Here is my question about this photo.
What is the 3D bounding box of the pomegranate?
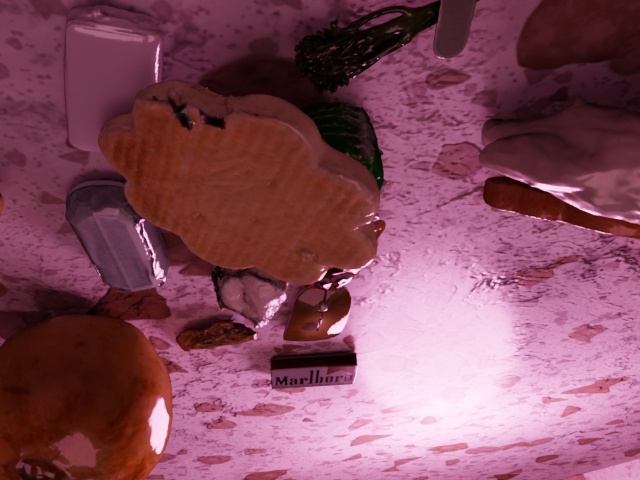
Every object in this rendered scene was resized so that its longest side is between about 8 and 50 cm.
[{"bbox_3d":[-0.405,0.275,1.063,0.339,0.338,0.338,-5,147,-3],"label":"pomegranate"}]

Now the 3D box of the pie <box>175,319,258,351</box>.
[{"bbox_3d":[-0.195,0.171,1.169,0.170,0.034,0.092,-13,149,21],"label":"pie"}]

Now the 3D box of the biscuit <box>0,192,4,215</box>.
[{"bbox_3d":[-0.466,-0.048,0.757,0.183,0.061,0.118,8,146,-17],"label":"biscuit"}]

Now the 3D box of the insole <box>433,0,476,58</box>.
[{"bbox_3d":[0.125,-0.234,0.586,0.053,0.002,0.152,-12,133,-17],"label":"insole"}]

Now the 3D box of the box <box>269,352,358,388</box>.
[{"bbox_3d":[-0.016,0.270,1.348,0.178,0.035,0.115,-3,147,-6],"label":"box"}]

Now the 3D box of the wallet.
[{"bbox_3d":[-0.211,-0.156,0.661,0.095,0.033,0.190,2,147,-16],"label":"wallet"}]

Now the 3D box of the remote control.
[{"bbox_3d":[-0.268,0.002,0.879,0.104,0.052,0.247,-3,150,-3],"label":"remote control"}]

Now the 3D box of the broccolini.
[{"bbox_3d":[0.068,-0.211,0.630,0.201,0.058,0.074,-31,-175,6],"label":"broccolini"}]

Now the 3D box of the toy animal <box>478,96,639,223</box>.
[{"bbox_3d":[0.350,-0.128,0.707,0.308,0.266,0.188,31,135,20],"label":"toy animal"}]

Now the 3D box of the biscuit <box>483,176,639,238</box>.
[{"bbox_3d":[0.374,-0.039,0.815,0.334,0.047,0.202,10,-168,6],"label":"biscuit"}]

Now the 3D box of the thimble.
[{"bbox_3d":[0.013,-0.091,0.747,0.118,0.090,0.130,12,143,-22],"label":"thimble"}]

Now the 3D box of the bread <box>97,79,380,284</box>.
[{"bbox_3d":[-0.079,-0.052,0.698,0.316,0.054,0.316,12,148,8],"label":"bread"}]

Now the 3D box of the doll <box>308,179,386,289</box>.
[{"bbox_3d":[0.000,0.000,0.894,0.183,0.085,0.217,-2,138,-6],"label":"doll"}]

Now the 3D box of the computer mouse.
[{"bbox_3d":[-0.008,0.136,1.135,0.102,0.044,0.199,0,147,-15],"label":"computer mouse"}]

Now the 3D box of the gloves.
[{"bbox_3d":[-0.107,0.069,0.983,0.115,0.070,0.153,26,150,0],"label":"gloves"}]
